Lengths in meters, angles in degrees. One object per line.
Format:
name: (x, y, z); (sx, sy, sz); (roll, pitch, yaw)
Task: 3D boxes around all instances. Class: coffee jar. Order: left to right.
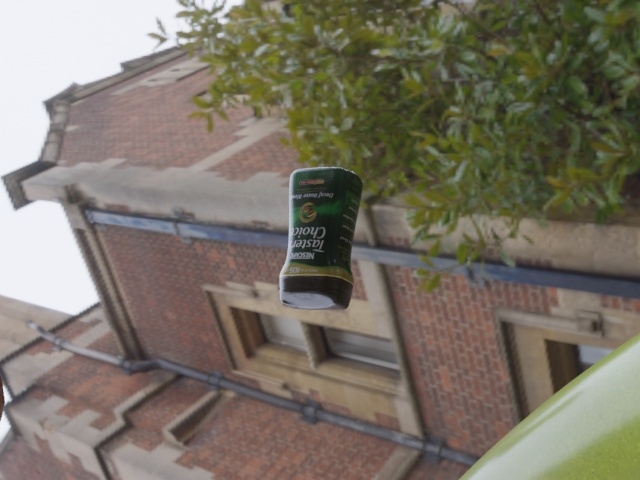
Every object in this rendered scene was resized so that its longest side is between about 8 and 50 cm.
coffee jar: (0.000, 0.000, 1.150); (0.079, 0.096, 0.184); (34, -122, -61)

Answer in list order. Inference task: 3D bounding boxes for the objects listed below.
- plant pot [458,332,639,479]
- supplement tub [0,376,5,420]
plant pot: (0.218, 0.243, 0.699); (0.274, 0.293, 0.275); (37, -146, -31)
supplement tub: (-0.241, 0.105, 0.406); (0.198, 0.106, 0.106); (-55, -40, -71)
